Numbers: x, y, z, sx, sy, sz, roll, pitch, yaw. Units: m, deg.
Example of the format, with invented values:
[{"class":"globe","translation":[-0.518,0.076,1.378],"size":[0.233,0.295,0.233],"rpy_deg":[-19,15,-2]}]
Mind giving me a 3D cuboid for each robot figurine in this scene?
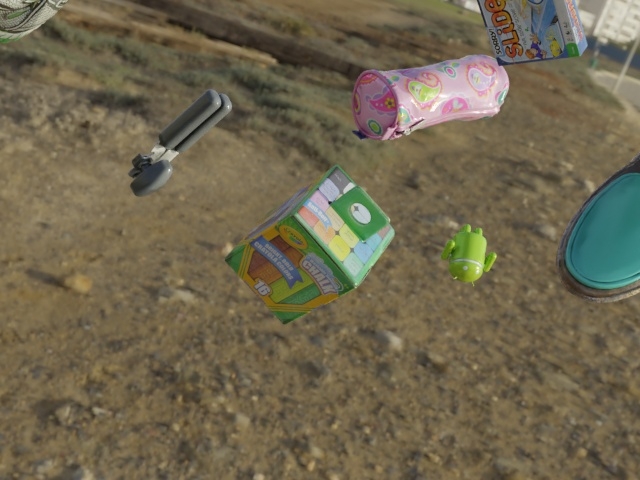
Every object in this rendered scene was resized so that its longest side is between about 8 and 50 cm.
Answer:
[{"class":"robot figurine","translation":[0.283,0.029,1.689],"size":[0.101,0.115,0.067],"rpy_deg":[17,-24,-11]}]

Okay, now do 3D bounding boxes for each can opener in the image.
[{"class":"can opener","translation":[-0.292,-0.200,1.827],"size":[0.093,0.280,0.074],"rpy_deg":[57,21,21]}]

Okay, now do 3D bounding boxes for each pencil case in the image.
[{"class":"pencil case","translation":[0.184,-0.239,1.469],"size":[0.284,0.124,0.124],"rpy_deg":[-17,38,-36]}]

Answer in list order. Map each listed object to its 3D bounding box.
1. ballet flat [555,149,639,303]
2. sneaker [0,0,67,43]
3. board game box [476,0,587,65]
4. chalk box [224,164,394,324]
[{"class":"ballet flat","translation":[0.339,-0.037,0.878],"size":[0.107,0.316,0.106],"rpy_deg":[39,-20,21]},{"class":"sneaker","translation":[-0.319,-0.278,0.910],"size":[0.146,0.134,0.343],"rpy_deg":[-10,17,8]},{"class":"board game box","translation":[0.297,-0.357,1.283],"size":[0.136,0.201,0.035],"rpy_deg":[1,39,40]},{"class":"chalk box","translation":[0.000,0.000,1.189],"size":[0.132,0.213,0.132],"rpy_deg":[48,46,-9]}]
